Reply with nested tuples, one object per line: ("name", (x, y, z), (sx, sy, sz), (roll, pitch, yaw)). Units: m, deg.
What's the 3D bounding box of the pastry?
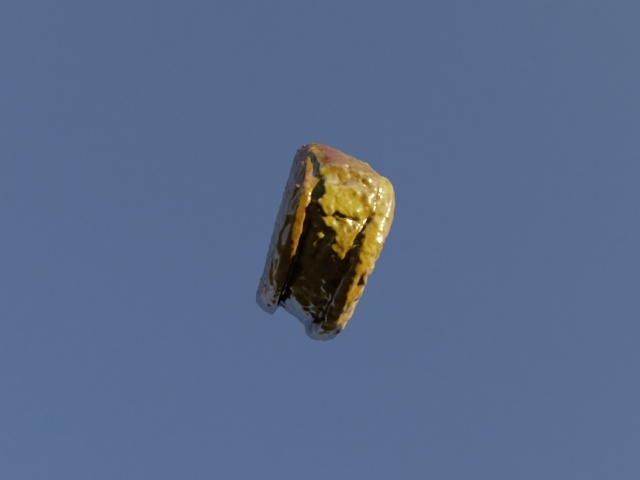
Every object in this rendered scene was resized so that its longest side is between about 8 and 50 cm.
("pastry", (0.000, 0.000, 0.877), (0.057, 0.109, 0.097), (21, -37, -6))
